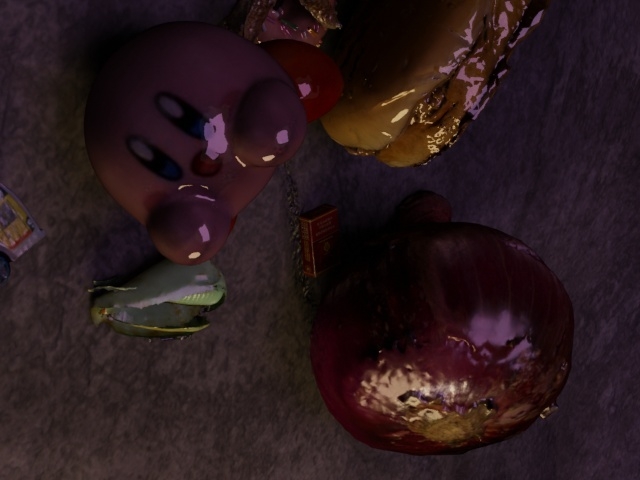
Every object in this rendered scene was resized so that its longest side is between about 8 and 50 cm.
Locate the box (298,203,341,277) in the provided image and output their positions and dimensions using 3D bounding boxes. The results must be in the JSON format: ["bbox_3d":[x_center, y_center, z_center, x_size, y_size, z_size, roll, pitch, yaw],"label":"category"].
[{"bbox_3d":[0.000,0.000,1.749,0.051,0.023,0.082,-26,122,-39],"label":"box"}]

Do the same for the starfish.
[{"bbox_3d":[-0.011,-0.311,1.485,0.277,0.062,0.235,-5,126,-56],"label":"starfish"}]

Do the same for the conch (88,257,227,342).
[{"bbox_3d":[-0.181,0.072,1.544,0.170,0.079,0.105,-16,110,-27],"label":"conch"}]

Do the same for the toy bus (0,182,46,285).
[{"bbox_3d":[-0.389,0.040,1.288,0.268,0.092,0.106,-43,122,-29],"label":"toy bus"}]

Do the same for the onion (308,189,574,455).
[{"bbox_3d":[0.151,0.088,1.778,0.347,0.348,0.385,52,26,-44],"label":"onion"}]

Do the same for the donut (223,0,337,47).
[{"bbox_3d":[-0.033,-0.261,1.589,0.166,0.065,0.117,-51,134,-20],"label":"donut"}]

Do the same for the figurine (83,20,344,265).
[{"bbox_3d":[-0.135,-0.120,1.426,0.269,0.211,0.261,-50,-176,14],"label":"figurine"}]

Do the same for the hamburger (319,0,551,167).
[{"bbox_3d":[0.135,-0.235,1.619,0.174,0.284,0.304,28,81,-19],"label":"hamburger"}]
